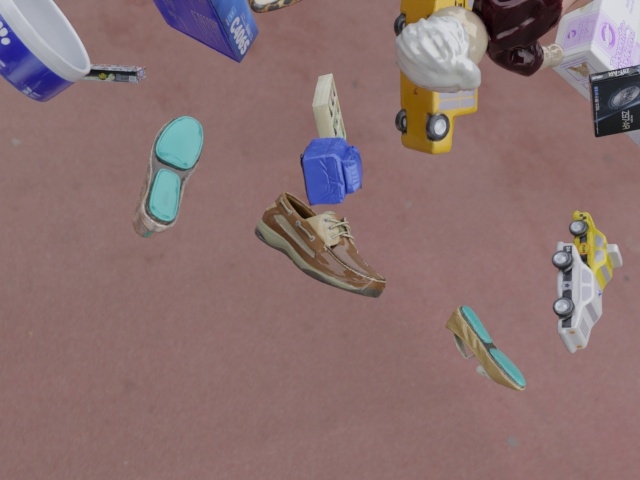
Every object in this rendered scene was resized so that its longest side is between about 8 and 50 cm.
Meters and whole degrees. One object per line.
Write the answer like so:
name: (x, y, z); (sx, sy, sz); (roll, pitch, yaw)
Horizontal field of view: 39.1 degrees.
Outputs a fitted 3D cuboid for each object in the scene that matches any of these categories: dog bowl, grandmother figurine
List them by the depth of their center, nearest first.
grandmother figurine: (0.226, -0.257, 0.939); (0.342, 0.208, 0.104); (-32, 43, -11)
dog bowl: (-0.557, -0.394, 1.687); (0.265, 0.104, 0.265); (55, 8, -12)

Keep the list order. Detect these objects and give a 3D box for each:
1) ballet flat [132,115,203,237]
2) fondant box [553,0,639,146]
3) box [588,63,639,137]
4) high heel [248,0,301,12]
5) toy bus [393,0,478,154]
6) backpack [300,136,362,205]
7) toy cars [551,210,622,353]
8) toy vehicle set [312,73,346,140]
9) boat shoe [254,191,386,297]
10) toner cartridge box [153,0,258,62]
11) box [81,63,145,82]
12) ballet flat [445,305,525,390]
ballet flat: (-0.327, -0.131, 1.872); (0.107, 0.106, 0.316); (30, 45, -17)
fondant box: (0.580, -0.346, 1.672); (0.330, 0.096, 0.238); (30, 66, -30)
box: (0.349, -0.162, 1.048); (0.067, 0.083, 0.018); (-9, 45, 11)
high heel: (-0.048, -0.309, 1.123); (0.093, 0.186, 0.261); (31, 50, -5)
toy bus: (0.220, -0.336, 1.685); (0.130, 0.333, 0.108); (-13, 21, -31)
backpack: (0.021, -0.119, 1.519); (0.101, 0.098, 0.120); (-1, 24, 5)
toy cars: (0.497, 0.064, 1.657); (0.393, 0.087, 0.177); (-38, 116, -61)
toy vehicle set: (0.023, -0.276, 2.112); (0.035, 0.166, 0.267); (-11, 24, 8)
boat shoe: (0.000, 0.000, 1.758); (0.324, 0.120, 0.122); (32, 12, 35)
toner cartridge box: (-0.216, -0.428, 1.510); (0.165, 0.348, 0.075); (28, 83, 10)
box: (-0.453, -0.362, 1.945); (0.137, 0.027, 0.094); (3, 17, -2)
ballet flat: (0.345, 0.242, 1.906); (0.080, 0.073, 0.232); (15, 33, -47)
